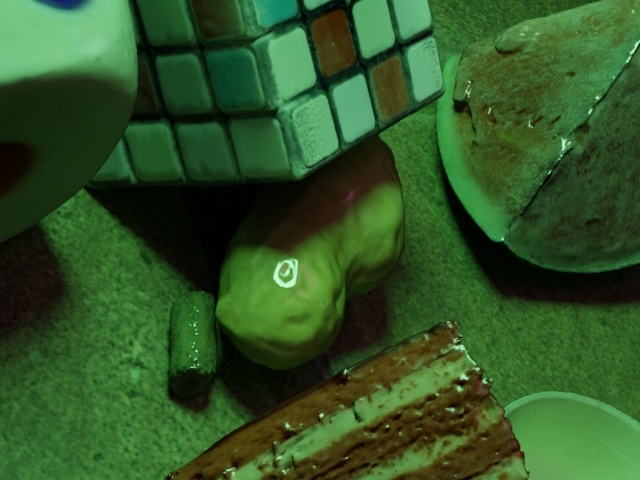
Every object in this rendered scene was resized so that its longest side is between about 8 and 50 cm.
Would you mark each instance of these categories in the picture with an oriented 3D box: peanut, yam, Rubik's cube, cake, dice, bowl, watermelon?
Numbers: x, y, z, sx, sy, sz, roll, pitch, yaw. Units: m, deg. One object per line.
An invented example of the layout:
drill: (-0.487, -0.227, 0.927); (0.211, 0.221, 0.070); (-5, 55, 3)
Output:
peanut: (0.000, 0.000, 1.544); (0.147, 0.147, 0.319); (34, 38, -8)
yam: (-0.109, 0.088, 1.451); (0.043, 0.043, 0.094); (18, 43, -25)
Rubik's cube: (-0.074, -0.203, 1.511); (0.256, 0.259, 0.253); (-32, 113, -47)
cake: (0.037, 0.197, 1.322); (0.158, 0.262, 0.159); (63, 6, 19)
dice: (-0.341, -0.160, 1.315); (0.304, 0.277, 0.304); (-19, 68, -44)
bowl: (0.213, 0.280, 1.452); (0.277, 0.145, 0.277); (20, 44, -21)
watermelon: (0.289, -0.122, 1.816); (0.250, 0.292, 0.283); (35, 27, -57)
